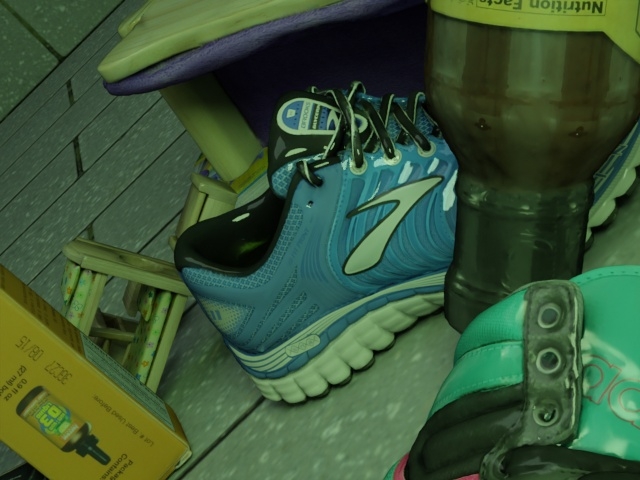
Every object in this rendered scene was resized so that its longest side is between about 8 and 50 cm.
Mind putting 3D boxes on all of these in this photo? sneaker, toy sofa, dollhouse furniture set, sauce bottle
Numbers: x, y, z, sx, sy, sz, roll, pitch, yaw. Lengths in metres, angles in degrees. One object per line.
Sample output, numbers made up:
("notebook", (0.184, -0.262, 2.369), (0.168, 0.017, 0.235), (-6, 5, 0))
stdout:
("sneaker", (0.046, -0.034, 0.710), (0.330, 0.147, 0.130), (-35, 24, 23))
("toy sofa", (0.036, -0.141, 0.833), (0.362, 0.150, 0.177), (-11, 37, 37))
("dollhouse furniture set", (-0.153, 0.020, 0.933), (0.161, 0.101, 0.182), (-139, 67, -68))
("sneaker", (0.114, 0.096, 0.405), (0.295, 0.123, 0.178), (-3, 56, 61))
("sauce bottle", (0.101, -0.120, 0.563), (0.111, 0.344, 0.111), (2, 22, -1))

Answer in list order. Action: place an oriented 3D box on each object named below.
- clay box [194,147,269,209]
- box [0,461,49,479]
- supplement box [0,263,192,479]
("clay box", (-0.045, -0.055, 1.032), (0.127, 0.053, 0.222), (-39, 22, 14))
("box", (-0.306, 0.313, 0.822), (0.295, 0.073, 0.293), (-29, 28, 35))
("supplement box", (-0.195, 0.084, 0.811), (0.078, 0.233, 0.080), (-46, 18, -1))
